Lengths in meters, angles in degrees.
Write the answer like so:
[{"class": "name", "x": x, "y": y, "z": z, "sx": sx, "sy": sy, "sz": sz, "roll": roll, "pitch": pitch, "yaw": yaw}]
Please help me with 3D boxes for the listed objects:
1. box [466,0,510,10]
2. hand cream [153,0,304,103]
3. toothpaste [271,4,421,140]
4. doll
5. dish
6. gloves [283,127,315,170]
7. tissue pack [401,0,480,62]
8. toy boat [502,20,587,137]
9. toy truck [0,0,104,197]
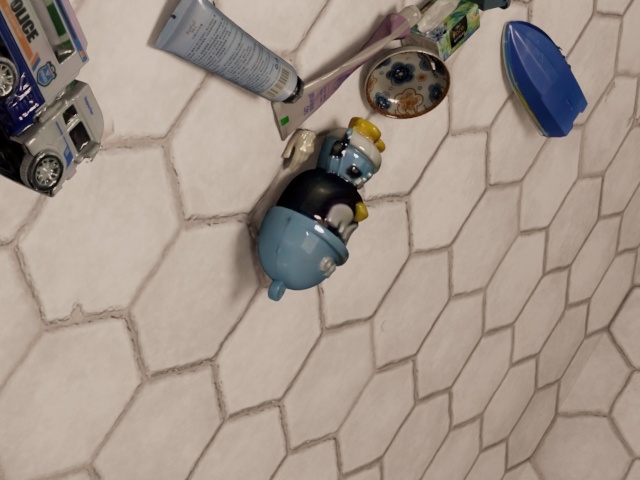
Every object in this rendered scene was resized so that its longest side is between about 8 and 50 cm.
[{"class": "box", "x": 0.271, "y": -0.430, "z": 1.800, "sx": 0.054, "sy": 0.099, "sz": 0.074, "roll": -25, "pitch": 133, "yaw": -23}, {"class": "hand cream", "x": -0.113, "y": -0.251, "z": 1.442, "sx": 0.091, "sy": 0.058, "sz": 0.271, "roll": -55, "pitch": 144, "yaw": 9}, {"class": "toothpaste", "x": 0.043, "y": -0.268, "z": 1.646, "sx": 0.301, "sy": 0.048, "sz": 0.075, "roll": -41, "pitch": 169, "yaw": -19}, {"class": "doll", "x": 0.002, "y": -0.042, "z": 1.665, "sx": 0.314, "sy": 0.141, "sz": 0.177, "roll": -59, "pitch": 158, "yaw": -12}, {"class": "dish", "x": 0.137, "y": -0.276, "z": 1.746, "sx": 0.141, "sy": 0.078, "sz": 0.141, "roll": -4, "pitch": 137, "yaw": -3}, {"class": "gloves", "x": -0.031, "y": -0.146, "z": 1.646, "sx": 0.044, "sy": 0.037, "sz": 0.081, "roll": 13, "pitch": 112, "yaw": -20}, {"class": "tissue pack", "x": 0.195, "y": -0.357, "z": 1.754, "sx": 0.111, "sy": 0.085, "sz": 0.079, "roll": -45, "pitch": 142, "yaw": -23}, {"class": "toy boat", "x": 0.424, "y": -0.331, "z": 2.094, "sx": 0.129, "sy": 0.088, "sz": 0.295, "roll": -55, "pitch": 135, "yaw": -10}, {"class": "toy truck", "x": -0.324, "y": -0.187, "z": 1.135, "sx": 0.155, "sy": 0.124, "sz": 0.268, "roll": -49, "pitch": 144, "yaw": -28}]
